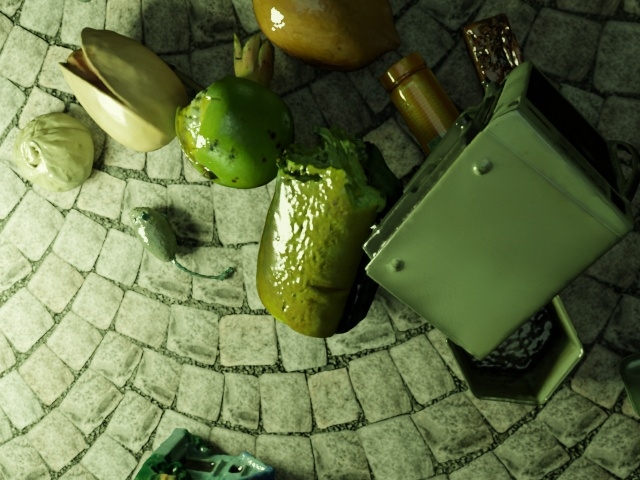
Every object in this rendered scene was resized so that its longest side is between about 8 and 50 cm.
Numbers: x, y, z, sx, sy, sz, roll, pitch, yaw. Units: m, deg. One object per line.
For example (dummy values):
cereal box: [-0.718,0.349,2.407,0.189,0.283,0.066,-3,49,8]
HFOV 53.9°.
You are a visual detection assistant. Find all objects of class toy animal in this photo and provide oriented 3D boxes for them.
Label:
toy animal: [-0.314,0.018,1.351,0.253,0.070,0.079,39,117,2]

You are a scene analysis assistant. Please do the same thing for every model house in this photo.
model house: [-0.197,0.568,1.260,0.329,0.295,0.252,6,100,13]

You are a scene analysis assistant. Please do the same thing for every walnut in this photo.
walnut: [0.011,-0.419,1.185,0.297,0.203,0.203,27,99,1]

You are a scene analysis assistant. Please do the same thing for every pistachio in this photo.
pistachio: [-0.396,-0.303,1.275,0.299,0.187,0.188,40,101,9]

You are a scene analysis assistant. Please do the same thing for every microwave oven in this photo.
microwave oven: [0.273,-0.078,0.970,0.247,0.394,0.333,40,121,0]

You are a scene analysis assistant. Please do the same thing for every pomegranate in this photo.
pomegranate: [-0.148,-0.248,1.222,0.235,0.236,0.302,15,77,9]

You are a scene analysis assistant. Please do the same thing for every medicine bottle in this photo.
medicine bottle: [0.202,-0.256,1.213,0.096,0.096,0.192,-34,88,11]

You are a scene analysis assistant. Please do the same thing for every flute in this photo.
flute: [-0.283,-0.337,1.331,0.233,0.027,0.027,33,100,6]

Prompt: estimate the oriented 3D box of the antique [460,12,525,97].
antique: [0.356,-0.270,1.185,0.087,0.093,0.310,-19,91,11]

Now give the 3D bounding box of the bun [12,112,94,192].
bun: [-0.585,-0.195,1.362,0.183,0.102,0.184,0,93,8]

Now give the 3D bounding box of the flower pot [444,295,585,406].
flower pot: [0.350,0.176,1.178,0.239,0.189,0.210,4,96,8]

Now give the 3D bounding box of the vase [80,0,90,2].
vase: [-0.511,-0.645,1.297,0.301,0.156,0.251,43,127,10]

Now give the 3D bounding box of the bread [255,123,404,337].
bread: [0.000,0.000,1.172,0.251,0.208,0.377,35,124,33]

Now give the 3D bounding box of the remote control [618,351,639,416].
remote control: [0.743,0.235,1.173,0.335,0.065,0.128,-21,94,12]
